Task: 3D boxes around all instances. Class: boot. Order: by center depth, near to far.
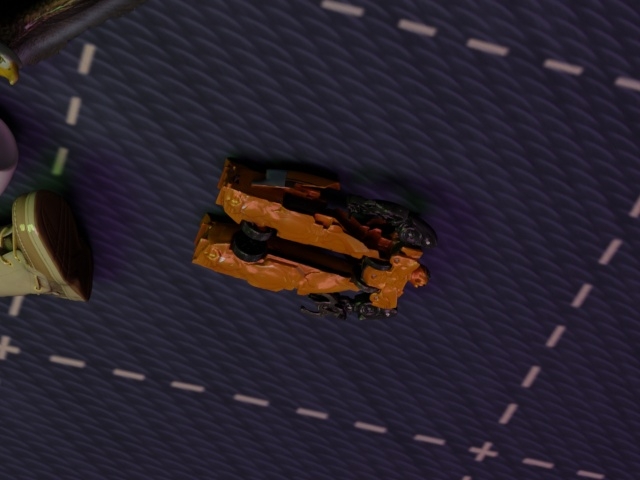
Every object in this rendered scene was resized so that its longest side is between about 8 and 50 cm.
[{"bbox_3d":[-0.399,0.010,1.840,0.203,0.095,0.262,1,162,4],"label":"boot"}]

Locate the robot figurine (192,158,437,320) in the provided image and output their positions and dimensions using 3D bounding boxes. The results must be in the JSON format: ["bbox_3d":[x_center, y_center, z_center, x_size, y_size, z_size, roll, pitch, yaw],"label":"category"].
[{"bbox_3d":[0.000,0.000,1.867,0.291,0.085,0.211,15,133,-13],"label":"robot figurine"}]

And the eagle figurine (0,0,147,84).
[{"bbox_3d":[-0.342,-0.238,1.601,0.298,0.225,0.226,-54,162,7],"label":"eagle figurine"}]

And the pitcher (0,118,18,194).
[{"bbox_3d":[-0.468,-0.067,1.750,0.207,0.178,0.125,-27,93,28],"label":"pitcher"}]
